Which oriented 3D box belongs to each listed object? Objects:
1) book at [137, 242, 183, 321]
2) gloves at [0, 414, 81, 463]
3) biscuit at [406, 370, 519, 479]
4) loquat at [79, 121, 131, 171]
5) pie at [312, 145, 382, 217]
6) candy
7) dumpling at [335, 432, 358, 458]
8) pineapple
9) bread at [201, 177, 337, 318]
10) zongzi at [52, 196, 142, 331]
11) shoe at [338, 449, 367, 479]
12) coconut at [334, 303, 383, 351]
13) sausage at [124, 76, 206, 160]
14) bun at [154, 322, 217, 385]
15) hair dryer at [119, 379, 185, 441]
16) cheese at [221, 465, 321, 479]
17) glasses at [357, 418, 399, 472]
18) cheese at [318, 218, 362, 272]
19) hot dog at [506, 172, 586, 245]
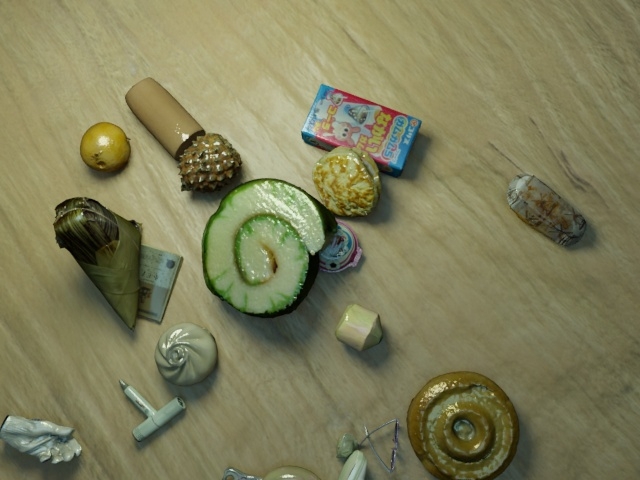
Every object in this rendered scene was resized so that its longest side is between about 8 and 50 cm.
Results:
[{"bbox_3d":[-0.490,0.119,1.448,0.139,0.016,0.198,17,85,4],"label":"book"},{"bbox_3d":[-0.758,0.539,1.374,0.229,0.097,0.119,23,98,7],"label":"gloves"},{"bbox_3d":[0.378,0.497,1.330,0.297,0.102,0.296,0,86,3],"label":"biscuit"},{"bbox_3d":[-0.612,-0.264,1.435,0.141,0.141,0.141,0,84,2],"label":"loquat"},{"bbox_3d":[0.077,-0.157,1.388,0.179,0.084,0.205,-21,101,37],"label":"pie"},{"bbox_3d":[0.114,-0.309,1.428,0.306,0.100,0.157,22,85,4],"label":"candy"},{"bbox_3d":[0.073,0.558,1.365,0.060,0.043,0.077,16,81,-18],"label":"dumpling"},{"bbox_3d":[-0.320,-0.201,1.404,0.193,0.166,0.166,-42,84,10],"label":"pineapple"},{"bbox_3d":[-0.132,0.019,1.359,0.382,0.129,0.365,-19,78,14],"label":"bread"},{"bbox_3d":[-0.559,0.069,1.301,0.154,0.289,0.317,-18,75,4],"label":"zongzi"},{"bbox_3d":[0.090,0.692,1.328,0.110,0.095,0.264,23,90,-1],"label":"shoe"},{"bbox_3d":[0.111,0.239,1.361,0.122,0.116,0.116,27,86,10],"label":"coconut"},{"bbox_3d":[-0.451,-0.355,1.446,0.123,0.123,0.253,-44,84,-3],"label":"sausage"},{"bbox_3d":[-0.372,0.312,1.371,0.173,0.120,0.172,-1,83,5],"label":"bun"},{"bbox_3d":[-0.488,0.438,1.403,0.155,0.044,0.183,-36,81,-4],"label":"hair dryer"},{"bbox_3d":[-0.126,0.674,1.343,0.287,0.082,0.163,13,84,6],"label":"cheese"},{"bbox_3d":[0.153,0.541,1.352,0.104,0.062,0.139,9,83,5],"label":"glasses"},{"bbox_3d":[0.000,0.000,1.417,0.244,0.062,0.155,27,87,6],"label":"cheese"},{"bbox_3d":[0.626,-0.083,1.399,0.253,0.069,0.131,39,78,3],"label":"hot dog"}]
